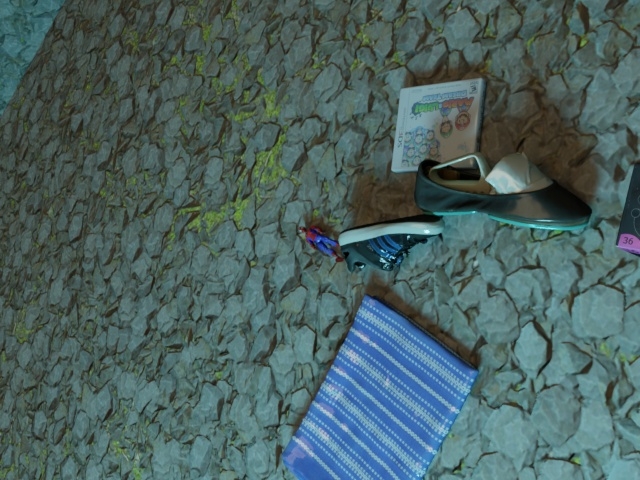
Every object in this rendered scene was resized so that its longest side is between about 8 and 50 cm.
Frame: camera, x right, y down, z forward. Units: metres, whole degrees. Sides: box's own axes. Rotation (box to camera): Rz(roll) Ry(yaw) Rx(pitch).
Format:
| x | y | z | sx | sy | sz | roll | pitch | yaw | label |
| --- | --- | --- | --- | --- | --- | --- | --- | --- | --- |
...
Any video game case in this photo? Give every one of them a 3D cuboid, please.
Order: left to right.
| x | y | z | sx | sy | sz | roll | pitch | yaw | label |
| --- | --- | --- | --- | --- | --- | --- | --- | --- | --- |
| 0.187 | -0.182 | 1.219 | 0.157 | 0.019 | 0.143 | 2 | 82 | 42 | video game case |

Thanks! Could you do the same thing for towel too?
| x | y | z | sx | sy | sz | roll | pitch | yaw | label |
| --- | --- | --- | --- | --- | --- | --- | --- | --- | --- |
| 0.080 | 0.282 | 1.201 | 0.243 | 0.040 | 0.336 | 36 | 105 | 40 | towel |

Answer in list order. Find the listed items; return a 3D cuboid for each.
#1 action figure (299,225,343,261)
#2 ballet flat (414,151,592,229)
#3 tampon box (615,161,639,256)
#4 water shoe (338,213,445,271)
| x | y | z | sx | sy | sz | roll | pitch | yaw | label |
| --- | --- | --- | --- | --- | --- | --- | --- | --- | --- |
| 0.000 | 0.000 | 1.345 | 0.115 | 0.030 | 0.038 | 32 | 108 | 44 | action figure |
| 0.244 | -0.075 | 1.081 | 0.280 | 0.095 | 0.096 | 8 | 116 | 43 | ballet flat |
| 0.432 | -0.017 | 0.863 | 0.120 | 0.161 | 0.101 | 12 | 89 | 44 | tampon box |
| 0.120 | 0.007 | 1.219 | 0.203 | 0.073 | 0.080 | -8 | 97 | 45 | water shoe |
